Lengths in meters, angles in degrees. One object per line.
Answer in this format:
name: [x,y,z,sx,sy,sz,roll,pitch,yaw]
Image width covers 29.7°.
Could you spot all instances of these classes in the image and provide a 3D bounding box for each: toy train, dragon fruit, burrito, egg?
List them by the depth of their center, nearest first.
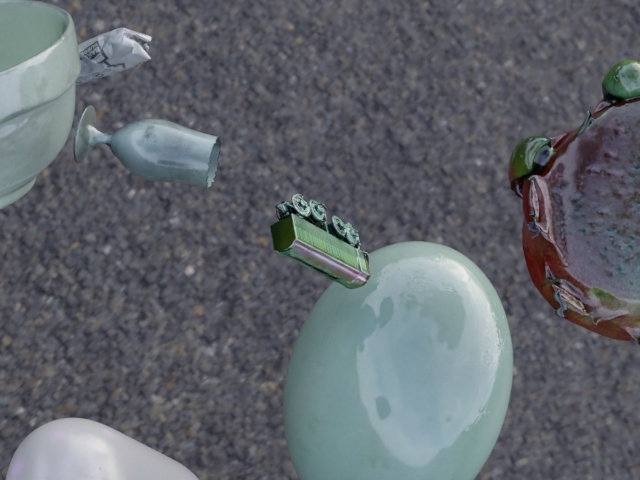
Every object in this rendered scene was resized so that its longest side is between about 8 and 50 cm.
dragon fruit: [0.322,-0.030,1.213,0.130,0.269,0.295,44,49,-67]
toy train: [0.000,0.000,1.277,0.148,0.038,0.070,28,51,-49]
egg: [0.094,0.184,1.501,0.276,0.388,0.276,13,21,-5]
burrito: [-0.338,-0.259,1.742,0.064,0.203,0.064,33,51,-55]

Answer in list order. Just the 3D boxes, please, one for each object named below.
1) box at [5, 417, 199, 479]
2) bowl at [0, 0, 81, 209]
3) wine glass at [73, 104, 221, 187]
box: [-0.223,0.378,1.277,0.289,0.141,0.348,40,39,-48]
bowl: [-0.376,-0.116,1.160,0.307,0.307,0.163,-30,123,-40]
wine glass: [-0.248,-0.133,1.755,0.202,0.093,0.093,13,56,6]
